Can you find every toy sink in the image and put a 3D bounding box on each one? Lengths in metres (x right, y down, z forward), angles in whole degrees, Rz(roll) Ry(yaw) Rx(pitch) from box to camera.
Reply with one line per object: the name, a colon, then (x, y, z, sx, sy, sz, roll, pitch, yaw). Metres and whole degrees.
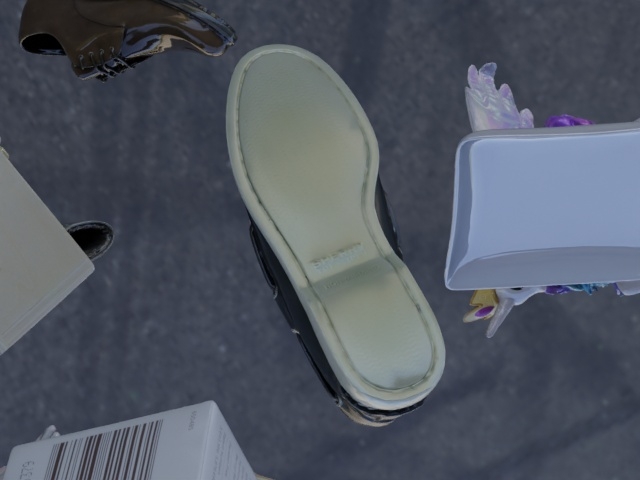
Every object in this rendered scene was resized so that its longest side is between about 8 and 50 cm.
toy sink: (-0.333, -0.038, 1.441, 0.131, 0.153, 0.234, -44, 122, -13)

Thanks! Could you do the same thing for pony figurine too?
pony figurine: (0.343, -0.061, 2.150, 0.363, 0.351, 0.303, -20, 141, 28)

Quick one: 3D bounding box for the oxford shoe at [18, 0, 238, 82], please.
oxford shoe: (-0.179, -0.183, 1.483, 0.083, 0.227, 0.096, 41, 63, -57)

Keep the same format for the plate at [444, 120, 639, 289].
plate: (0.277, -0.045, 1.779, 0.278, 0.045, 0.277, -4, 144, -2)

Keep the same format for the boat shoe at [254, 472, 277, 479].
boat shoe: (-0.109, 0.271, 1.703, 0.302, 0.098, 0.109, 11, 113, 1)

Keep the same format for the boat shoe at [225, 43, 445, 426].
boat shoe: (0.004, -0.001, 1.326, 0.127, 0.340, 0.113, -19, 155, -18)

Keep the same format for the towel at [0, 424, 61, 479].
towel: (-0.379, 0.323, 1.446, 0.317, 0.053, 0.332, -34, -166, 45)

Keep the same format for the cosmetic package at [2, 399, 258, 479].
cosmetic package: (-0.109, 0.230, 1.043, 0.151, 0.151, 0.183, -15, 125, 15)

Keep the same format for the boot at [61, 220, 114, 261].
boot: (-0.404, 0.019, 2.165, 0.190, 0.208, 0.076, -30, 116, -37)
